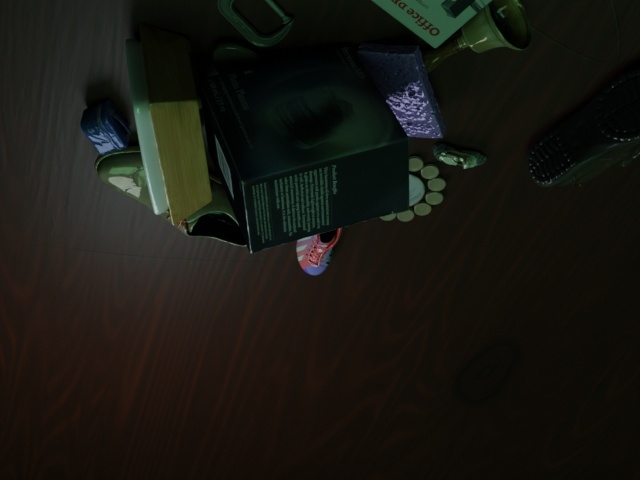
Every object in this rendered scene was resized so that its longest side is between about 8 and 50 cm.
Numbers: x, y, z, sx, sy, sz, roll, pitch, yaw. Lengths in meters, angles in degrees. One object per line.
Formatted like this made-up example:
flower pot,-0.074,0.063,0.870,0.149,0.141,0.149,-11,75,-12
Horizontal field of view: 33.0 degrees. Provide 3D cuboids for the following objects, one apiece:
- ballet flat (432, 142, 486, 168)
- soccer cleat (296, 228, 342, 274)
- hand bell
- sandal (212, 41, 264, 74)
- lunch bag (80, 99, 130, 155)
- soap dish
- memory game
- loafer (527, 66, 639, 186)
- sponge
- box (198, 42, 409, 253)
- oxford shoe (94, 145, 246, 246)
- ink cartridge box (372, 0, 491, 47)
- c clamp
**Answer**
ballet flat,0.275,-0.160,2.134,0.114,0.041,0.041,13,135,-14
soccer cleat,0.000,0.000,2.262,0.083,0.095,0.248,9,135,-9
hand bell,0.240,-0.344,1.917,0.126,0.126,0.242,34,139,-31
sandal,-0.141,-0.273,1.998,0.089,0.060,0.219,-6,136,6
lunch bag,-0.402,-0.212,2.057,0.065,0.067,0.098,-16,135,17
soap dish,-0.271,-0.210,1.952,0.118,0.229,0.291,-10,137,-6
memory game,0.165,-0.106,2.211,0.186,0.012,0.186,-1,136,0
loafer,0.562,-0.212,2.038,0.130,0.134,0.366,9,152,-44
sponge,0.150,-0.274,1.989,0.117,0.031,0.210,7,143,30
box,-0.031,-0.170,1.888,0.294,0.296,0.183,-15,137,-12
oxford shoe,-0.280,-0.086,2.144,0.348,0.130,0.123,16,134,-17
ink cartridge box,0.208,-0.472,1.751,0.197,0.114,0.273,30,130,-29
c clamp,-0.104,-0.408,1.885,0.137,0.022,0.161,-24,131,23
